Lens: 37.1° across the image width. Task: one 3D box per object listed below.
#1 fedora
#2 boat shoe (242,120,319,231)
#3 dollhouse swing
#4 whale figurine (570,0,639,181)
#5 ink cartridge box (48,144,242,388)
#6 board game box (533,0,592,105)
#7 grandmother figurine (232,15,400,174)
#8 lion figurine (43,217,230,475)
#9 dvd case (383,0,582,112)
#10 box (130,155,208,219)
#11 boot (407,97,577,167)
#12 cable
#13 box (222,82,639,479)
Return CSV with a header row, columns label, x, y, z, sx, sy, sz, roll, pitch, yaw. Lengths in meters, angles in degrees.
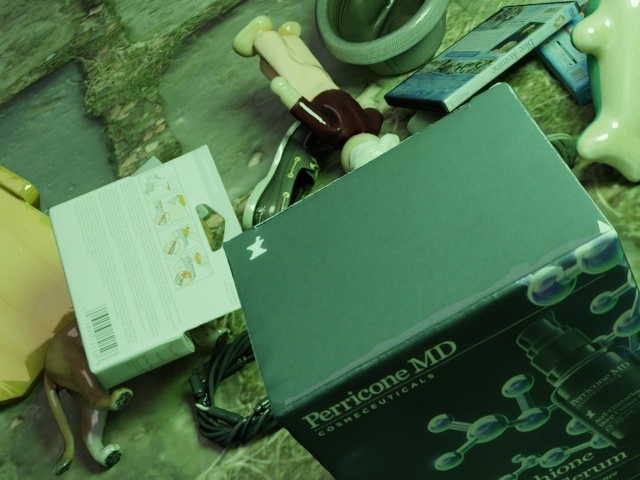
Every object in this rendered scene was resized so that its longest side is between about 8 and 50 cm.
label,x,y,z,sx,sy,sz,roll,pitch,yaw
fedora,0.118,-0.372,1.520,0.243,0.124,0.275,-16,55,24
boat shoe,-0.041,-0.092,1.422,0.068,0.081,0.228,16,55,15
dollhouse swing,-0.546,0.098,1.594,0.347,0.305,0.315,-56,5,-19
whale figurine,0.389,-0.214,1.187,0.272,0.216,0.141,-71,19,0
ink cartridge box,-0.216,0.027,1.263,0.239,0.060,0.275,-22,57,-3
board game box,0.416,-0.295,1.326,0.211,0.039,0.160,-31,44,8
grandmother figurine,0.012,-0.195,1.413,0.342,0.208,0.104,55,135,31
lion figurine,-0.279,0.119,1.334,0.240,0.142,0.392,35,69,31
dvd case,0.228,-0.266,1.371,0.253,0.022,0.180,-38,22,-12
box,-0.256,-0.056,1.507,0.101,0.102,0.087,-43,42,-5
boot,0.228,-0.138,1.301,0.189,0.076,0.208,-25,37,9
cable,-0.087,0.184,1.234,0.184,0.047,0.150,-24,45,13
box,0.145,0.109,0.895,0.293,0.395,0.212,-30,43,8
